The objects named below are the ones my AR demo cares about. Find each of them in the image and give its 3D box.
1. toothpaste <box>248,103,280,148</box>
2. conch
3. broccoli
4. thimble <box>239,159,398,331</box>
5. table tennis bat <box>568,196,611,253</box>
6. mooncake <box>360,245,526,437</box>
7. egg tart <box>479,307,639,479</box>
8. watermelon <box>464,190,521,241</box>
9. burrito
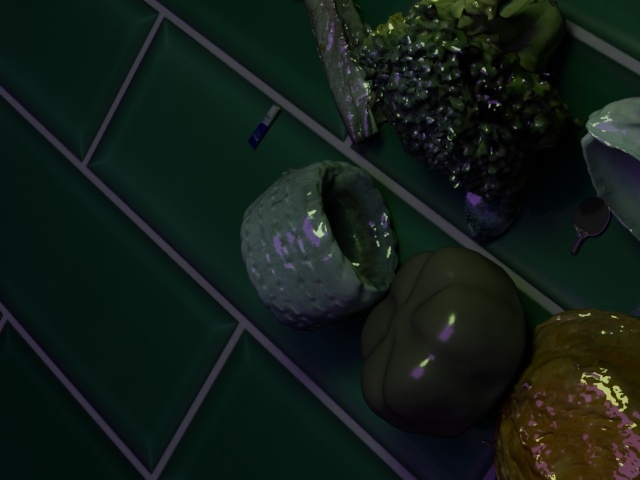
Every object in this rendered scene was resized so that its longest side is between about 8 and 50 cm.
[{"bbox_3d":[-0.094,-0.189,1.984,0.083,0.015,0.024,-52,50,25],"label":"toothpaste"},{"bbox_3d":[0.494,-0.056,1.422,0.368,0.197,0.249,56,150,27],"label":"conch"},{"bbox_3d":[0.225,-0.222,1.637,0.281,0.348,0.293,-42,100,-10],"label":"broccoli"},{"bbox_3d":[0.000,0.000,1.768,0.172,0.205,0.250,-26,60,31],"label":"thimble"},{"bbox_3d":[0.362,-0.020,1.627,0.050,0.007,0.083,35,103,34],"label":"table tennis bat"},{"bbox_3d":[0.155,0.134,1.629,0.275,0.135,0.275,-48,26,33],"label":"mooncake"},{"bbox_3d":[0.340,0.258,1.520,0.339,0.153,0.351,-5,78,40],"label":"egg tart"},{"bbox_3d":[0.236,-0.040,1.707,0.085,0.085,0.061,-40,22,25],"label":"watermelon"},{"bbox_3d":[0.040,-0.293,1.866,0.096,0.066,0.309,-32,66,35],"label":"burrito"}]
